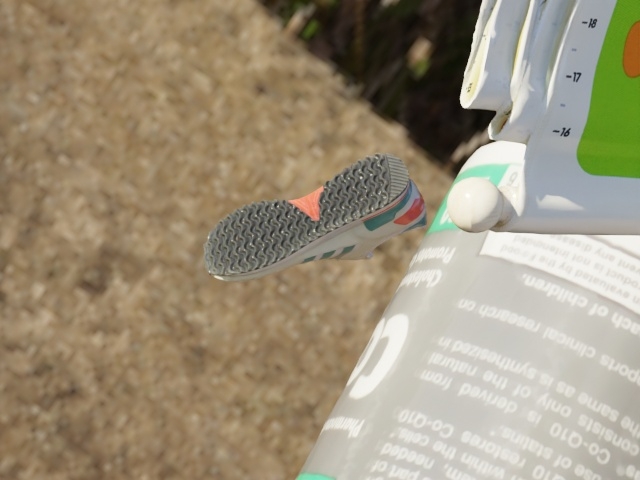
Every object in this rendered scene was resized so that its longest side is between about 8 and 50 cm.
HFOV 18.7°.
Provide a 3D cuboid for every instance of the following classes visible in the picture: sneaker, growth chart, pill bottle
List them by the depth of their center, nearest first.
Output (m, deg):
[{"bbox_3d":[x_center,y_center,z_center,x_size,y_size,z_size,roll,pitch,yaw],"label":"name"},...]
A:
[{"bbox_3d":[0.115,-0.100,0.551,0.172,0.237,0.021,-8,31,-30],"label":"growth chart"},{"bbox_3d":[0.086,0.148,0.965,0.204,0.361,0.204,26,-17,8],"label":"pill bottle"},{"bbox_3d":[0.000,0.000,1.349,0.075,0.161,0.057,48,23,-50],"label":"sneaker"}]
